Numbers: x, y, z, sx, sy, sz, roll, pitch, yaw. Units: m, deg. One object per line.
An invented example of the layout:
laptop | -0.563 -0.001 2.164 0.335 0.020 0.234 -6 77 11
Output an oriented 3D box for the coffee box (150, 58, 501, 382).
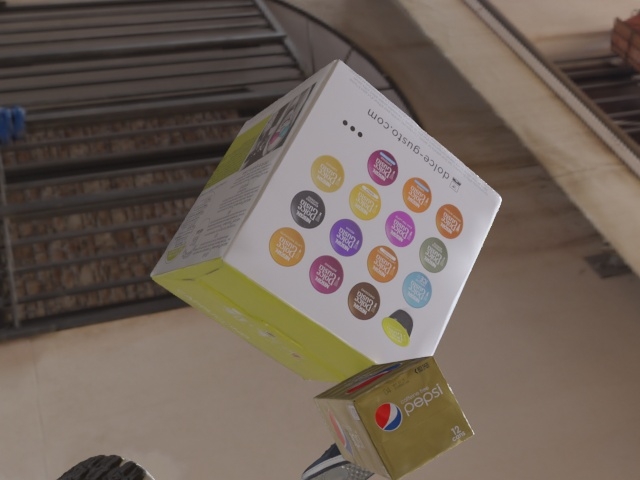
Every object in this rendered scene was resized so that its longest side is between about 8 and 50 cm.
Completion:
coffee box | 0.000 0.000 1.212 0.338 0.337 0.334 -14 -136 61

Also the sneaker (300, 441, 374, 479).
sneaker | 0.053 0.354 1.448 0.086 0.226 0.163 65 -1 -39

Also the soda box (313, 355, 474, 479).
soda box | 0.045 0.126 0.575 0.058 0.061 0.181 62 -12 5

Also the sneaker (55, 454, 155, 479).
sneaker | -0.111 0.332 0.642 0.410 0.158 0.182 25 -32 40
